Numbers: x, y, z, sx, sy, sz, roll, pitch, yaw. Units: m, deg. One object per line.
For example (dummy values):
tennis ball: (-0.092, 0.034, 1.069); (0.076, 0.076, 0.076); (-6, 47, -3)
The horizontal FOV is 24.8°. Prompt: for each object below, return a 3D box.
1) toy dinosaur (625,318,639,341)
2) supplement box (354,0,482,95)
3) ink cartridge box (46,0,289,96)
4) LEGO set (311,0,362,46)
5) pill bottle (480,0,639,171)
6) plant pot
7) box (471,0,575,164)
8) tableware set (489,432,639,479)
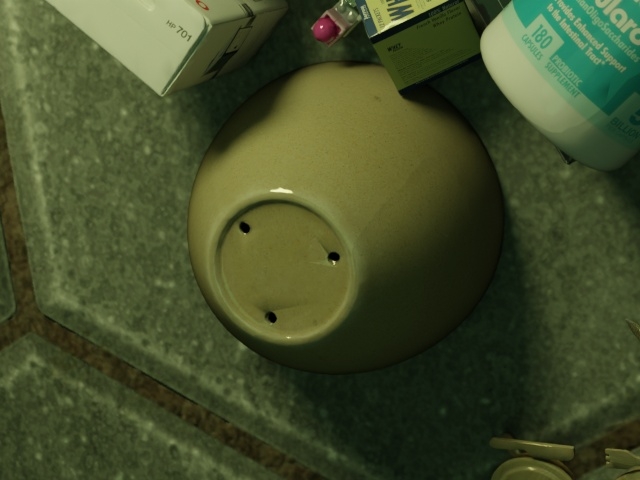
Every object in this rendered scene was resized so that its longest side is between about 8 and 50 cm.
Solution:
toy dinosaur: (0.407, 0.120, 1.204); (0.313, 0.121, 0.160); (32, 101, 14)
supplement box: (0.083, -0.180, 1.214); (0.083, 0.083, 0.056); (-25, 53, 9)
ink cartridge box: (-0.128, -0.206, 1.239); (0.139, 0.191, 0.082); (40, 114, 5)
LEGO set: (-0.059, -0.296, 1.235); (0.287, 0.107, 0.132); (40, 114, 5)
pill bottle: (0.249, -0.184, 1.030); (0.146, 0.146, 0.264); (45, 113, 3)
plant pot: (0.000, 0.000, 1.254); (0.284, 0.191, 0.284); (5, 107, 17)
box: (0.216, -0.222, 1.163); (0.184, 0.103, 0.261); (-29, 94, 20)
tableware set: (0.250, 0.229, 1.315); (0.194, 0.039, 0.128); (4, 118, 24)
